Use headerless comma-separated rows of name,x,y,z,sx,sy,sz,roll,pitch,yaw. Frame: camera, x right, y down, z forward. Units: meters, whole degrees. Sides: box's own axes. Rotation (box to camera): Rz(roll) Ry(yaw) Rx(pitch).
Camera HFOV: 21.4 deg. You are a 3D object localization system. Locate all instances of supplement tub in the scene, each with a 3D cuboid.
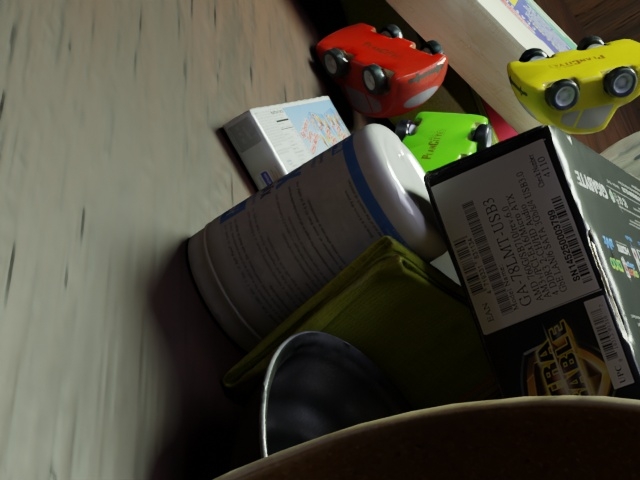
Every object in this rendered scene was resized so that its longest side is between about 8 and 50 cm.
supplement tub,0.000,0.000,0.790,0.071,0.107,0.071,53,17,-24

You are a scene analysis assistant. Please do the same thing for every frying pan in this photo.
frying pan,0.032,0.184,0.662,0.197,0.053,0.326,39,32,-48

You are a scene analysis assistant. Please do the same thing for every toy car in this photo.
toy car,0.090,-0.073,1.122,0.225,0.239,0.053,-60,150,-53

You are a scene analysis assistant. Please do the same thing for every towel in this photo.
towel,0.052,0.074,0.827,0.021,0.102,0.237,53,10,35

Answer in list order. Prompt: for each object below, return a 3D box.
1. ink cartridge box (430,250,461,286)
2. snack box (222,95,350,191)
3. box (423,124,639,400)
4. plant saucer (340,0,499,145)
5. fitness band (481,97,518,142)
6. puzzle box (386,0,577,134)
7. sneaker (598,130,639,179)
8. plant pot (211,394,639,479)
ink cartridge box,0.155,0.019,1.252,0.158,0.092,0.218,60,14,4
snack box,-0.008,-0.051,1.010,0.064,0.022,0.178,59,16,1
box,0.171,0.108,0.843,0.295,0.073,0.293,14,57,-66
plant saucer,0.089,-0.134,1.411,0.188,0.045,0.188,44,22,-43
fitness band,0.214,-0.023,1.546,0.290,0.054,0.209,64,17,-5
puzzle box,0.052,-0.253,1.345,0.409,0.052,0.272,45,16,-3
sneaker,0.276,0.031,1.200,0.182,0.127,0.315,55,15,-11
plant pot,0.045,0.205,0.402,0.237,0.237,0.254,-80,150,-66
